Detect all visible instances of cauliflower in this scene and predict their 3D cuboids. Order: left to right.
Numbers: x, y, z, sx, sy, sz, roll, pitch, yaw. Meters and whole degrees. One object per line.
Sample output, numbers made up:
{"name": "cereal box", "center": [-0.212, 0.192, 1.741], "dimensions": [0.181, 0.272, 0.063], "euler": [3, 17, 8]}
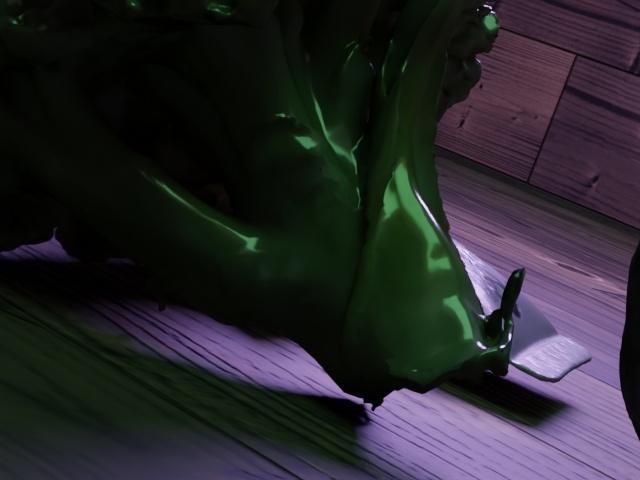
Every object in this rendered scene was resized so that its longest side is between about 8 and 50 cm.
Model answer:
{"name": "cauliflower", "center": [-0.042, -0.054, 0.818], "dimensions": [0.327, 0.281, 0.260], "euler": [-9, -5, -23]}

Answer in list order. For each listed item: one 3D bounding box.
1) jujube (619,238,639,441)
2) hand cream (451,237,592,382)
{"name": "jujube", "center": [0.247, 0.053, 0.705], "dimensions": [0.308, 0.215, 0.246], "euler": [20, 29, -39]}
{"name": "hand cream", "center": [0.000, 0.000, 0.986], "dimensions": [0.314, 0.089, 0.140], "euler": [30, 11, 11]}
